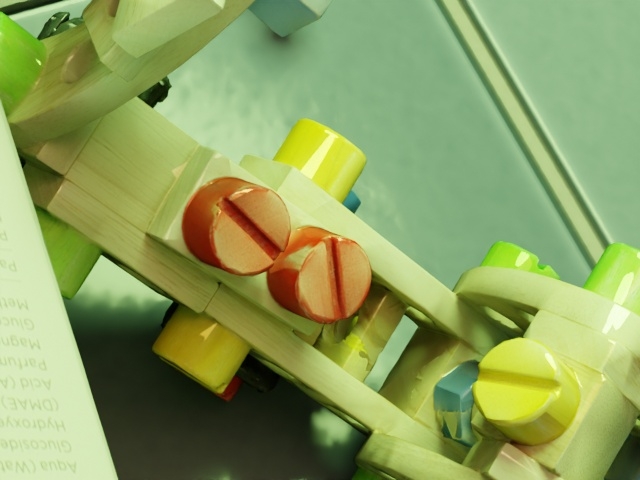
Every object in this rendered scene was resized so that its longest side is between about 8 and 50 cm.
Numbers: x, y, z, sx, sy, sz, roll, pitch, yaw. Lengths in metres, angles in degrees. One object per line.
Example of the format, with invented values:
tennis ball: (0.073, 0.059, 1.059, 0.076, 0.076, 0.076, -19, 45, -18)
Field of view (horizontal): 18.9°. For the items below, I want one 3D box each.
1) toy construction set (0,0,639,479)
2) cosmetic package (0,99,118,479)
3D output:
toy construction set: (0.000, 0.000, 0.615, 0.151, 0.215, 0.327, -45, 120, -15)
cosmetic package: (-0.151, 0.148, 0.484, 0.156, 0.217, 0.385, 9, 51, -45)
